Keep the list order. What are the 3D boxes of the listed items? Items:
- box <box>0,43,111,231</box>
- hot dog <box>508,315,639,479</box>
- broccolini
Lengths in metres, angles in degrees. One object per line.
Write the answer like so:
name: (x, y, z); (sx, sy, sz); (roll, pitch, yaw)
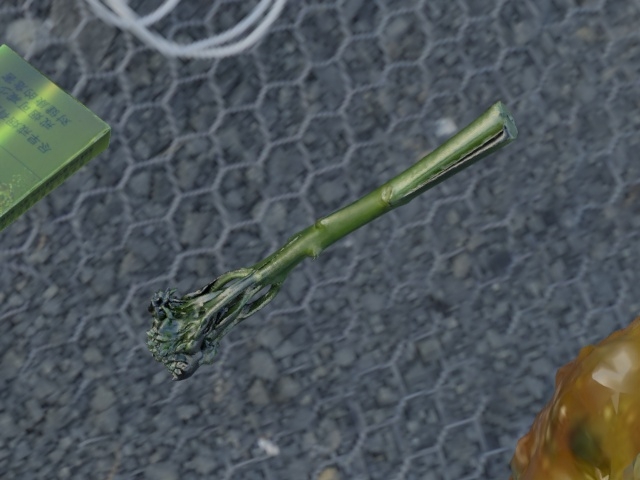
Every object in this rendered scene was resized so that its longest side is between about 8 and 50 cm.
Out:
box: (-0.396, -0.079, 1.717); (0.173, 0.043, 0.311); (37, 55, 13)
hot dog: (0.105, 0.193, 0.425); (0.174, 0.388, 0.267); (8, 31, 15)
broccolini: (0.001, 0.000, 0.704); (0.042, 0.218, 0.044); (35, 34, -37)
